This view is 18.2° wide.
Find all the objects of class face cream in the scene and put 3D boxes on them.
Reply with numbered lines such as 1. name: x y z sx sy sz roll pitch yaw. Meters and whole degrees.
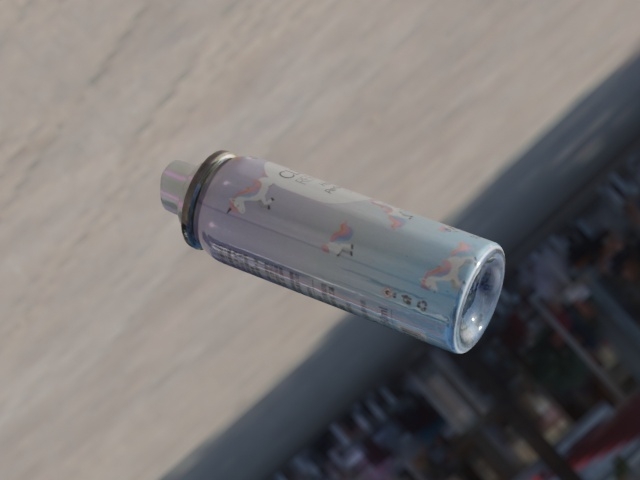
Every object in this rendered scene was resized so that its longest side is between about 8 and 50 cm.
1. face cream: 0.000 0.000 1.269 0.075 0.229 0.075 -50 151 -41
